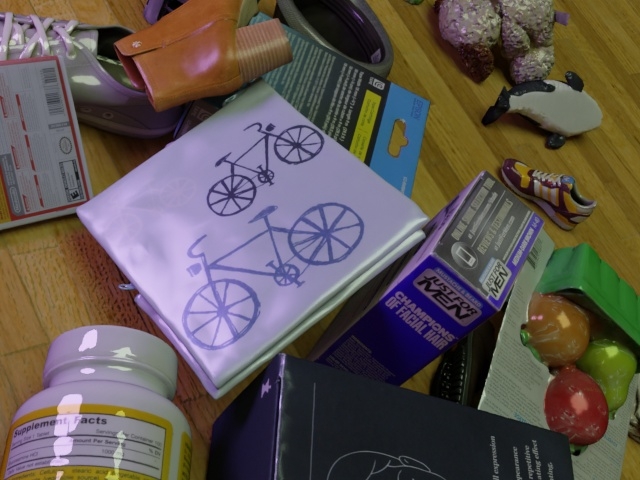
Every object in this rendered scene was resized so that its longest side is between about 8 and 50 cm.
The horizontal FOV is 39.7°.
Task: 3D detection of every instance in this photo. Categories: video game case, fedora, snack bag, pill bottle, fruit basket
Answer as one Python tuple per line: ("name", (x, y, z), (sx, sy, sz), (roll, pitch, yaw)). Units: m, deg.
("video game case", (-0.424, -0.109, 1.073), (0.285, 0.025, 0.204), (-17, 101, -40))
("fedora", (-0.004, -0.344, 1.506), (0.243, 0.124, 0.275), (-15, 66, -50))
("snack bag", (-0.097, -0.022, 1.074), (0.323, 0.037, 0.342), (-39, 59, -14))
("pill bottle", (-0.225, 0.262, 0.879), (0.187, 0.188, 0.334), (17, 50, -21))
("fruit basket", (0.362, 0.199, 1.321), (0.327, 0.165, 0.353), (39, 62, -26))

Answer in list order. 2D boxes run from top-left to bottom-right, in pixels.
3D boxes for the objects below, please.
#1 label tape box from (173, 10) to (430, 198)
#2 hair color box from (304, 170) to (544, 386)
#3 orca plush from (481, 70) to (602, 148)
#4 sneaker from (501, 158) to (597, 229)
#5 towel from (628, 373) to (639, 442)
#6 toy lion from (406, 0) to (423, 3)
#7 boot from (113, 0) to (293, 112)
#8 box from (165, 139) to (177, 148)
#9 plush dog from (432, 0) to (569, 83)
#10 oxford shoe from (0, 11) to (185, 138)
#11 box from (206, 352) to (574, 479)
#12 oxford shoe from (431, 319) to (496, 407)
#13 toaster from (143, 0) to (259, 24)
("label tape box", (-0.019, -0.180, 1.318), (0.333, 0.106, 0.241), (26, 48, -11))
("hair color box", (0.116, 0.082, 1.123), (0.110, 0.339, 0.185), (40, 46, 0))
("orca plush", (0.433, -0.263, 1.788), (0.287, 0.102, 0.151), (-14, 110, -28))
("sneaker", (0.422, -0.103, 1.636), (0.185, 0.084, 0.069), (36, 46, -4))
("towel", (0.618, 0.287, 1.493), (0.282, 0.049, 0.187), (25, 48, -15))
("toy lion", (0.184, -0.540, 1.854), (0.100, 0.034, 0.096), (42, 53, 2))
("boot", (-0.180, -0.299, 1.206), (0.211, 0.104, 0.295), (-19, 50, -10))
("box", (-0.053, -0.064, 1.327), (0.322, 0.058, 0.232), (46, 46, 4))
("plush dog", (0.349, -0.449, 1.799), (0.225, 0.211, 0.262), (-17, 66, -14))
("oxford shoe", (-0.388, -0.251, 1.205), (0.449, 0.130, 0.169), (9, 55, -25))
("box", (0.079, 0.343, 0.995), (0.395, 0.212, 0.294), (20, 49, -20))
("oxford shoe", (0.222, 0.190, 1.292), (0.096, 0.083, 0.227), (33, 47, -13))
("toaster", (-0.180, -0.400, 1.423), (0.185, 0.168, 0.110), (31, 49, -8))
